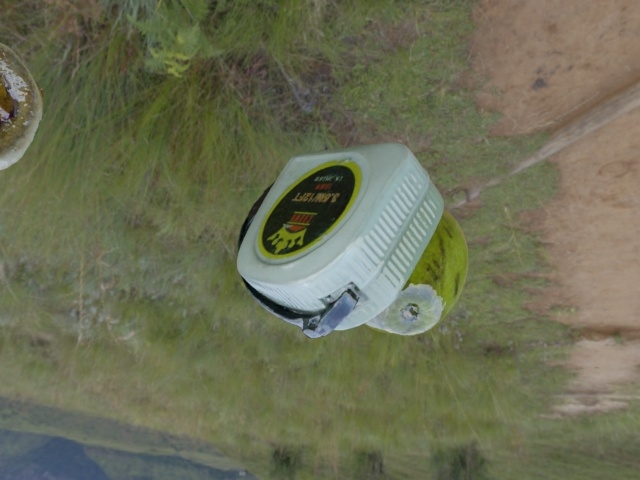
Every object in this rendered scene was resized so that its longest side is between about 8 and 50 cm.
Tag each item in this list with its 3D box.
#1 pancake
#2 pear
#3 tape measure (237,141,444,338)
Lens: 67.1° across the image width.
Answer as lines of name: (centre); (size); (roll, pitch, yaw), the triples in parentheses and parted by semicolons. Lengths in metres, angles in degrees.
pancake: (-0.301, -0.120, 0.391); (0.022, 0.140, 0.139); (-16, 150, 41)
pear: (0.121, 0.033, 0.746); (0.212, 0.269, 0.213); (-1, 124, -2)
tape measure: (0.000, 0.000, 0.529); (0.235, 0.207, 0.115); (6, 149, 51)
